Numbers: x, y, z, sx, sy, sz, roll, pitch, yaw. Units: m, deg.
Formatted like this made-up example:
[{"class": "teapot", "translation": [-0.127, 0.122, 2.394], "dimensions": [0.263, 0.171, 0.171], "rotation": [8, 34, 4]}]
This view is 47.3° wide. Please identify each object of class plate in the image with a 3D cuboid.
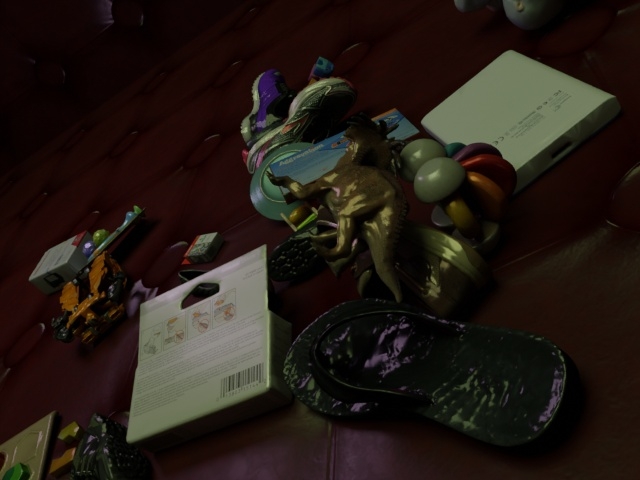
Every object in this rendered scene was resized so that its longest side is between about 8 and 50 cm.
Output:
[{"class": "plate", "translation": [-0.062, -0.127, 1.487], "dimensions": [0.188, 0.024, 0.188], "rotation": [-11, 58, 18]}]

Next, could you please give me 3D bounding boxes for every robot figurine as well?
[{"class": "robot figurine", "translation": [-0.526, 0.136, 1.702], "dimensions": [0.211, 0.085, 0.291], "rotation": [-42, 28, 0]}]

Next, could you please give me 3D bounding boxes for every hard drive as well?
[{"class": "hard drive", "translation": [0.313, -0.203, 1.207], "dimensions": [0.210, 0.040, 0.318], "rotation": [-38, 29, 5]}]

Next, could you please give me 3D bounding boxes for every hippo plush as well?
[{"class": "hippo plush", "translation": [0.418, -0.522, 1.408], "dimensions": [0.294, 0.234, 0.236], "rotation": [-49, 57, 17]}]

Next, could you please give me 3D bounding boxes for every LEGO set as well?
[{"class": "LEGO set", "translation": [0.012, -0.347, 1.731], "dimensions": [0.087, 0.093, 0.227], "rotation": [124, 166, -51]}]

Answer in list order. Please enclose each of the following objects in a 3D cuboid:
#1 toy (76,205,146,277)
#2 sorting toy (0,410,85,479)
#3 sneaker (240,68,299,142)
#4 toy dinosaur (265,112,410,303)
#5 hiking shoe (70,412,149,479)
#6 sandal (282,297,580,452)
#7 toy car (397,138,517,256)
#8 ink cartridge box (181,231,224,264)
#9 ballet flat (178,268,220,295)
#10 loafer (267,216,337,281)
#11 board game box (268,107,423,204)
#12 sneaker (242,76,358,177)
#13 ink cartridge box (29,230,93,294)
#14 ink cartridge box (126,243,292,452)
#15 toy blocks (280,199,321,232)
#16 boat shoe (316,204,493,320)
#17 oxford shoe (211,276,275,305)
[{"class": "toy", "translation": [-0.559, -0.006, 1.905], "dimensions": [0.237, 0.056, 0.137], "rotation": [-44, 5, -23]}, {"class": "sorting toy", "translation": [-0.574, 0.428, 1.405], "dimensions": [0.307, 0.041, 0.229], "rotation": [-33, 30, 15]}, {"class": "sneaker", "translation": [-0.097, -0.343, 1.839], "dimensions": [0.146, 0.102, 0.293], "rotation": [-20, 40, 27]}, {"class": "toy dinosaur", "translation": [0.063, -0.064, 0.992], "dimensions": [0.200, 0.127, 0.295], "rotation": [-34, 48, 2]}, {"class": "hiking shoe", "translation": [-0.352, 0.375, 1.193], "dimensions": [0.114, 0.086, 0.227], "rotation": [-59, 25, -3]}, {"class": "sandal", "translation": [0.094, 0.142, 0.902], "dimensions": [0.446, 0.107, 0.167], "rotation": [-3, 61, 48]}, {"class": "toy car", "translation": [0.207, -0.080, 1.045], "dimensions": [0.136, 0.159, 0.182], "rotation": [-37, 29, 7]}, {"class": "ink cartridge box", "translation": [-0.267, 0.019, 1.607], "dimensions": [0.115, 0.029, 0.063], "rotation": [-7, 44, 45]}, {"class": "ballet flat", "translation": [-0.224, 0.079, 1.454], "dimensions": [0.173, 0.049, 0.057], "rotation": [-10, 42, 43]}, {"class": "loafer", "translation": [0.000, 0.000, 1.285], "dimensions": [0.223, 0.076, 0.078], "rotation": [-36, -3, 17]}, {"class": "board game box", "translation": [0.044, -0.166, 1.413], "dimensions": [0.281, 0.027, 0.145], "rotation": [-25, 33, -2]}, {"class": "sneaker", "translation": [-0.032, -0.230, 1.596], "dimensions": [0.299, 0.121, 0.112], "rotation": [-41, 44, 14]}, {"class": "ink cartridge box", "translation": [-0.702, 0.063, 2.020], "dimensions": [0.175, 0.072, 0.127], "rotation": [-21, 35, 32]}, {"class": "ink cartridge box", "translation": [-0.181, 0.177, 1.191], "dimensions": [0.296, 0.066, 0.261], "rotation": [-25, 48, 26]}, {"class": "toy blocks", "translation": [0.005, -0.067, 1.376], "dimensions": [0.148, 0.054, 0.123], "rotation": [-42, 28, -1]}, {"class": "boat shoe", "translation": [0.089, 0.029, 1.078], "dimensions": [0.342, 0.123, 0.123], "rotation": [25, 77, 47]}, {"class": "oxford shoe", "translation": [-0.169, 0.146, 1.271], "dimensions": [0.227, 0.083, 0.096], "rotation": [-48, 46, 4]}]
